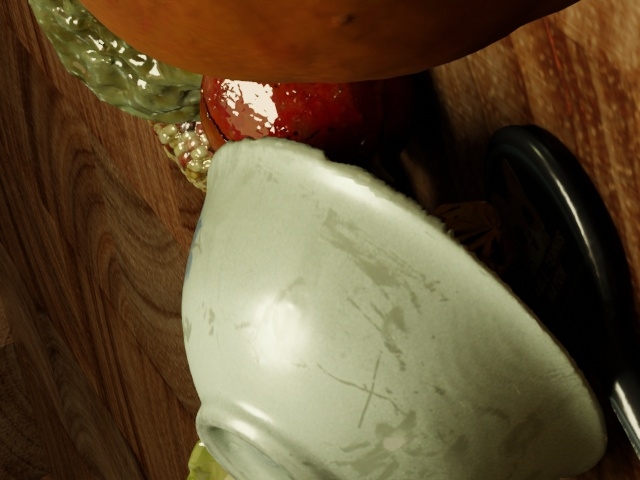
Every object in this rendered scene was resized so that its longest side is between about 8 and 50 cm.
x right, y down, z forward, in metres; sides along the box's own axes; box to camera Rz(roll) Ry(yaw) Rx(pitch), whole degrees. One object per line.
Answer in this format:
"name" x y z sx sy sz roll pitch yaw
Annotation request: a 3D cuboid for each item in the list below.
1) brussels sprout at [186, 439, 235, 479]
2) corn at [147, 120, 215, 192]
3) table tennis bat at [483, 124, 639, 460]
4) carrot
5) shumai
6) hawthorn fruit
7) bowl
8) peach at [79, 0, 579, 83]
"brussels sprout" 0.016 0.354 1.482 0.425 0.342 0.361 -12 137 38
"corn" -0.138 -0.173 1.725 0.290 0.098 0.098 66 163 9
"table tennis bat" 0.156 0.036 1.180 0.150 0.027 0.236 100 147 -64
"carrot" 0.093 0.045 1.275 0.069 0.069 0.229 60 170 27
"shumai" -0.114 -0.207 1.448 0.256 0.189 0.218 66 166 -10
"hawthorn fruit" -0.001 -0.093 1.330 0.172 0.148 0.148 43 154 23
"bowl" 0.009 0.095 1.226 0.313 0.146 0.313 36 160 15
"peach" 0.010 -0.223 0.777 0.301 0.342 0.343 -161 52 -72
